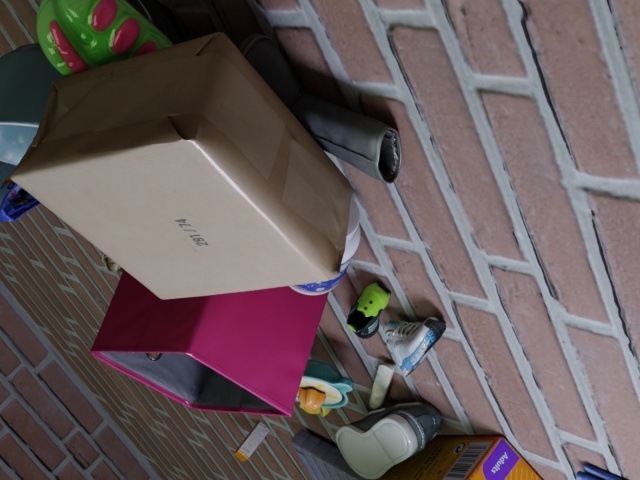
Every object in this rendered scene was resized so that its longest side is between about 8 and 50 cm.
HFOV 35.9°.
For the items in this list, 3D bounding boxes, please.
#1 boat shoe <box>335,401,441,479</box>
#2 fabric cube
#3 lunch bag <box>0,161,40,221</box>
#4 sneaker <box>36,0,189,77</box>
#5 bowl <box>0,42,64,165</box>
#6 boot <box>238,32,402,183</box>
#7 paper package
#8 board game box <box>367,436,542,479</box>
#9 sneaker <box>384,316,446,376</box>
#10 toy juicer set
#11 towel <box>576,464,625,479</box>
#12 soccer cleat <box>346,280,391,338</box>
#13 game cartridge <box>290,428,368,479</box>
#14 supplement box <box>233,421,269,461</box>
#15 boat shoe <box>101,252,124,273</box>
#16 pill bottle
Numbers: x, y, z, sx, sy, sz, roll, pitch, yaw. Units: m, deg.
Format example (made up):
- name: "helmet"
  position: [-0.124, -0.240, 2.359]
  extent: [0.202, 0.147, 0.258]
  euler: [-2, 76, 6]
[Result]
- name: "boat shoe"
  position: [0.128, 0.375, 1.884]
  extent: [0.116, 0.099, 0.319]
  euler: [60, 152, 7]
- name: "fabric cube"
  position: [-0.175, 0.120, 1.636]
  extent: [0.259, 0.258, 0.254]
  euler: [-5, 148, 42]
- name: "lunch bag"
  position: [-0.555, -0.133, 1.894]
  extent: [0.221, 0.293, 0.138]
  euler: [6, 136, 53]
- name: "sneaker"
  position: [-0.215, -0.226, 1.436]
  extent: [0.483, 0.185, 0.202]
  euler: [55, -161, -47]
- name: "bowl"
  position: [-0.434, -0.221, 1.650]
  extent: [0.311, 0.163, 0.311]
  euler: [5, 169, 1]
- name: "boot"
  position: [0.000, -0.168, 1.279]
  extent: [0.208, 0.076, 0.190]
  euler: [35, 169, 34]
- name: "paper package"
  position: [-0.170, -0.075, 1.286]
  extent: [0.309, 0.168, 0.325]
  euler: [-9, 143, 31]
- name: "board game box"
  position: [0.242, 0.605, 1.785]
  extent: [0.356, 0.356, 0.356]
  euler: [48, 155, -9]
- name: "sneaker"
  position: [0.139, 0.157, 1.587]
  extent: [0.083, 0.071, 0.191]
  euler: [45, 155, 11]
- name: "toy juicer set"
  position: [0.001, 0.297, 1.882]
  extent: [0.329, 0.089, 0.209]
  euler: [2, 147, 21]
- name: "towel"
  position: [0.520, 0.479, 1.561]
  extent: [0.209, 0.034, 0.285]
  euler: [17, 144, 42]
- name: "soccer cleat"
  position: [0.068, 0.128, 1.637]
  extent: [0.060, 0.072, 0.179]
  euler: [38, 155, 11]
- name: "game cartridge"
  position: [0.078, 0.616, 2.400]
  extent: [0.230, 0.068, 0.355]
  euler: [16, 143, 39]
- name: "supplement box"
  position: [-0.181, 0.528, 2.593]
  extent: [0.036, 0.098, 0.062]
  euler: [40, 154, 0]
- name: "boat shoe"
  position: [-0.408, 0.016, 2.112]
  extent: [0.324, 0.120, 0.122]
  euler: [41, 155, 6]
- name: "pill bottle"
  position: [0.000, 0.000, 1.496]
  extent: [0.112, 0.112, 0.187]
  euler: [39, 155, 9]
